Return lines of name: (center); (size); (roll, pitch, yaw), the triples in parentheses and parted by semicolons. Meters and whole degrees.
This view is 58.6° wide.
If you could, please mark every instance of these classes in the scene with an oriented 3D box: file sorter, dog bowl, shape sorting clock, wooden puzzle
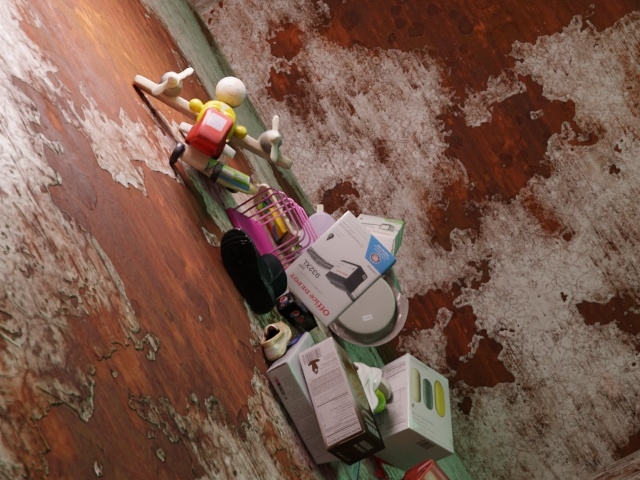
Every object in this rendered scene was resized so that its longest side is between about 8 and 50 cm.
file sorter: (-0.139, -0.033, 1.867); (0.202, 0.182, 0.291); (62, 8, 14)
dog bowl: (0.165, 0.251, 2.250); (0.348, 0.349, 0.102); (61, -17, 11)
shape sorting clock: (-0.293, -0.195, 1.775); (0.206, 0.040, 0.206); (27, 18, -9)
wooden puzzle: (-0.174, -0.082, 2.128); (0.238, 0.044, 0.221); (57, -19, 3)

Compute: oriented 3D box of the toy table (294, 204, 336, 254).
toy table: (0.000, 0.000, 2.327); (0.161, 0.253, 0.274); (-89, -171, -70)

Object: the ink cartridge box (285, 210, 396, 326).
ink cartridge box: (0.055, 0.094, 1.821); (0.223, 0.307, 0.129); (46, -3, 7)

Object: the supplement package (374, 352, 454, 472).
supplement package: (0.272, 0.541, 1.791); (0.199, 0.198, 0.262); (35, 37, -23)

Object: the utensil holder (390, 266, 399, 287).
utensil holder: (0.195, 0.220, 2.564); (0.327, 0.328, 0.385); (62, 6, 18)

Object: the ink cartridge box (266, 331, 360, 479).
ink cartridge box: (-0.004, 0.418, 1.440); (0.329, 0.072, 0.324); (63, 7, 1)

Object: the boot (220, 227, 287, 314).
boot: (-0.176, 0.066, 1.556); (0.207, 0.094, 0.246); (-65, 131, -77)

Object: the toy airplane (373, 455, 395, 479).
toy airplane: (0.185, 0.686, 1.761); (0.151, 0.028, 0.151); (41, 12, -11)

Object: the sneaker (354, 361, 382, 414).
sneaker: (0.100, 0.430, 1.591); (0.115, 0.090, 0.232); (25, 26, -2)

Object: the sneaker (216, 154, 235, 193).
sneaker: (-0.333, -0.234, 1.901); (0.071, 0.066, 0.188); (9, 43, -59)

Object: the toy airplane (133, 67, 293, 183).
toy airplane: (-0.298, -0.345, 1.657); (0.384, 0.272, 0.386); (38, 15, 30)

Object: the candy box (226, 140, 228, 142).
candy box: (-0.392, -0.441, 2.300); (0.109, 0.053, 0.186); (59, 9, -8)

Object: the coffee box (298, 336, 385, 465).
coffee box: (0.047, 0.370, 1.320); (0.141, 0.098, 0.246); (51, 13, -48)

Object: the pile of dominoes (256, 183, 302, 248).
pile of dominoes: (-0.169, -0.083, 2.208); (0.196, 0.040, 0.251); (42, -16, 48)

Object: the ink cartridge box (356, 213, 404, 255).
ink cartridge box: (0.225, -0.012, 2.350); (0.273, 0.199, 0.114); (-46, 144, -68)

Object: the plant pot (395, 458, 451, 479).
plant pot: (0.297, 0.747, 1.494); (0.265, 0.272, 0.272); (52, 6, 13)

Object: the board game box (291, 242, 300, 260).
board game box: (-0.077, 0.087, 2.408); (0.136, 0.030, 0.259); (47, 14, -50)

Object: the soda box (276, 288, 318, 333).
soda box: (-0.073, 0.223, 1.764); (0.169, 0.060, 0.053); (52, 7, -46)

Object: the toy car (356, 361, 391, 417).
toy car: (0.114, 0.476, 1.738); (0.182, 0.159, 0.136); (33, -51, 30)

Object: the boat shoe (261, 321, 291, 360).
boat shoe: (-0.114, 0.237, 1.433); (0.170, 0.063, 0.059); (-90, 154, -74)
